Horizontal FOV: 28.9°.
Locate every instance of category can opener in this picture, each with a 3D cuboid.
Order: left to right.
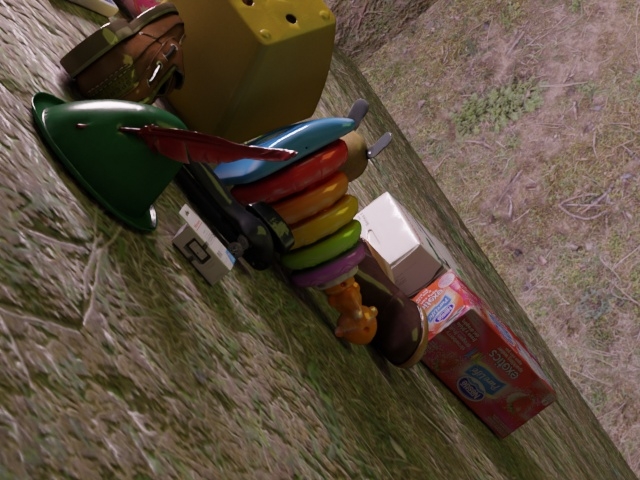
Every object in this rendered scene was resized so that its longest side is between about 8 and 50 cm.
[{"bbox_3d":[-0.116,-0.039,1.484,0.186,0.059,0.073,43,37,10],"label":"can opener"}]

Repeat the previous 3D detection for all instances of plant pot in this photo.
[{"bbox_3d":[-0.103,-0.280,1.719,0.212,0.187,0.212,-26,73,-38],"label":"plant pot"}]

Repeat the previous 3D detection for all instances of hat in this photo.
[{"bbox_3d":[-0.155,-0.124,1.257,0.208,0.183,0.173,49,11,-10],"label":"hat"}]

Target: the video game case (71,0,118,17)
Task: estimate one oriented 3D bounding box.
[{"bbox_3d":[-0.370,-0.391,1.681,0.183,0.023,0.201,52,10,8],"label":"video game case"}]

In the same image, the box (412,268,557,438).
[{"bbox_3d":[0.256,0.186,2.031,0.257,0.123,0.128,45,12,-28],"label":"box"}]

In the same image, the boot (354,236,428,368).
[{"bbox_3d":[0.037,0.064,1.748,0.207,0.090,0.248,29,23,-32],"label":"boot"}]

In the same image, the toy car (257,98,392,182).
[{"bbox_3d":[0.019,-0.133,1.951,0.155,0.188,0.149,57,13,28],"label":"toy car"}]

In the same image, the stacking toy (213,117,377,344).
[{"bbox_3d":[0.000,0.000,1.614,0.166,0.175,0.301,-1,-64,64],"label":"stacking toy"}]

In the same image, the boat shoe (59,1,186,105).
[{"bbox_3d":[-0.222,-0.211,1.511,0.104,0.111,0.307,53,21,-9],"label":"boat shoe"}]

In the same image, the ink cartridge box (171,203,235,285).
[{"bbox_3d":[-0.131,0.004,1.341,0.083,0.028,0.048,49,11,-9],"label":"ink cartridge box"}]

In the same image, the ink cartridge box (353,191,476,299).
[{"bbox_3d":[0.170,0.034,2.254,0.219,0.093,0.160,40,15,-44],"label":"ink cartridge box"}]

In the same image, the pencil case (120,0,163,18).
[{"bbox_3d":[-0.230,-0.355,1.889,0.284,0.124,0.124,51,11,-6],"label":"pencil case"}]
